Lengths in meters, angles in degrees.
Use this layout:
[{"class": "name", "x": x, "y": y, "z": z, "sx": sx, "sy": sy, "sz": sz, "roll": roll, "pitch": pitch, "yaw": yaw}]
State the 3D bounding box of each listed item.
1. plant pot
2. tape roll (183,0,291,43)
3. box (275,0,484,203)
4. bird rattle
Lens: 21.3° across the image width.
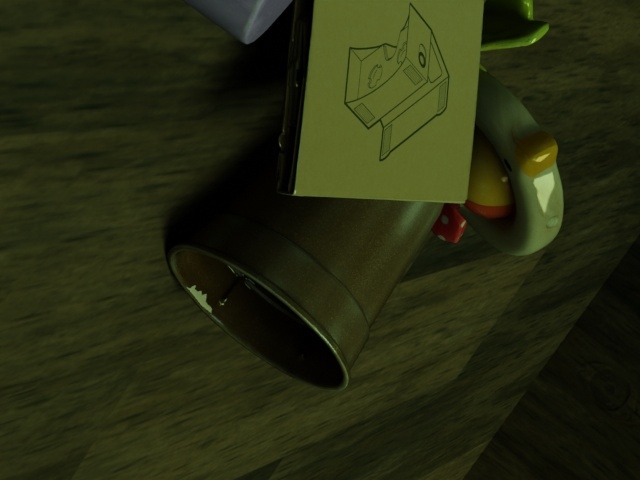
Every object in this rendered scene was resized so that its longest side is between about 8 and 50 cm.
[{"class": "plant pot", "x": 0.000, "y": 0.000, "z": 1.291, "sx": 0.165, "sy": 0.167, "sz": 0.167, "roll": -51, "pitch": 163, "yaw": -19}, {"class": "tape roll", "x": 0.009, "y": -0.227, "z": 0.776, "sx": 0.274, "sy": 0.090, "sz": 0.275, "roll": -55, "pitch": -177, "yaw": 4}, {"class": "box", "x": 0.047, "y": -0.111, "z": 1.194, "sx": 0.201, "sy": 0.021, "sz": 0.164, "roll": 1, "pitch": 97, "yaw": -50}, {"class": "bird rattle", "x": 0.117, "y": -0.070, "z": 1.377, "sx": 0.143, "sy": 0.207, "sz": 0.253, "roll": -21, "pitch": 141, "yaw": -23}]
